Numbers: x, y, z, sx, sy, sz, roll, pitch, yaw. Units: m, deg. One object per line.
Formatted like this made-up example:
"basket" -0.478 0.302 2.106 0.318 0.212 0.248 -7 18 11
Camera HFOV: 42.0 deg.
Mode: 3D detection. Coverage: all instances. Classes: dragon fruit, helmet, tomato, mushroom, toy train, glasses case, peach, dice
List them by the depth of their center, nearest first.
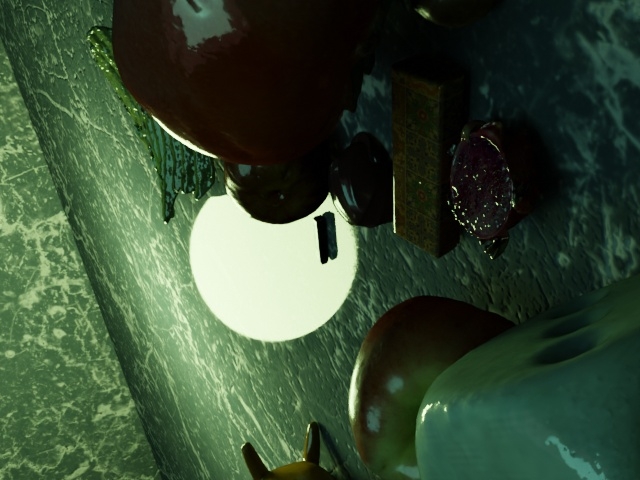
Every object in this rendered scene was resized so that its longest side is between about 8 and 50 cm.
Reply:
"dice" 0.254 0.181 0.646 0.265 0.268 0.262 65 155 3
"mushroom" 0.116 -0.235 0.781 0.088 0.073 0.129 25 163 -10
"tomato" -0.066 -0.246 0.800 0.272 0.342 0.341 19 145 1
"dragon fruit" 0.180 -0.059 0.822 0.126 0.068 0.112 64 147 34
"glasses case" 0.120 -0.090 0.922 0.075 0.049 0.218 32 140 39
"peach" 0.151 0.176 0.923 0.232 0.256 0.233 1 92 27
"helmet" 0.047 -0.070 1.059 0.123 0.070 0.098 61 155 8
"toy train" 0.000 0.000 1.275 0.017 0.017 0.083 41 145 46

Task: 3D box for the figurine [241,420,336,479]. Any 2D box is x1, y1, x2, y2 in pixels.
"figurine" -0.005 0.557 1.527 0.401 0.268 0.387 -59 34 22

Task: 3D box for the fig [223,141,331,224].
"fig" -0.049 -0.103 1.163 0.148 0.202 0.150 -15 99 30

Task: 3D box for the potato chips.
"potato chips" -0.331 -0.237 1.620 0.389 0.097 0.373 64 154 0
